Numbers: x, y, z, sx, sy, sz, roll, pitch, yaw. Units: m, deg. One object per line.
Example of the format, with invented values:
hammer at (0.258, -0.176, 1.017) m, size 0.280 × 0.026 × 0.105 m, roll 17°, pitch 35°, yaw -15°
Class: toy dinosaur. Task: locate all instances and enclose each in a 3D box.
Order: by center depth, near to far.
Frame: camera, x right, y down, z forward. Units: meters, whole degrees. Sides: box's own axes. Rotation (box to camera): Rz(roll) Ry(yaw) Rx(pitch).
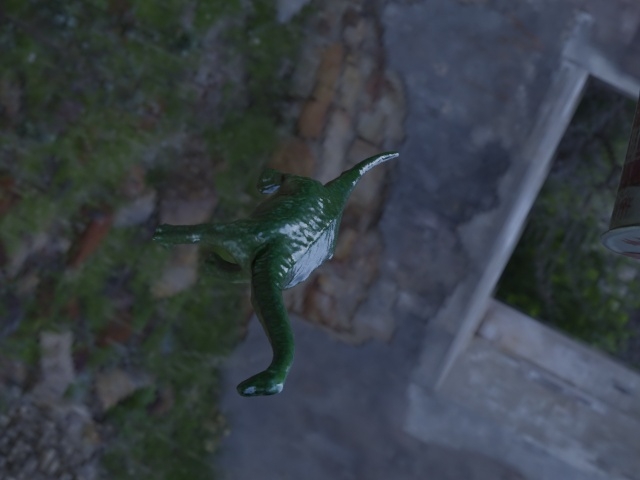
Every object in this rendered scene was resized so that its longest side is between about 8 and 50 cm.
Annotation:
toy dinosaur at (0.000, 0.000, 1.322) m, size 0.447 × 0.301 × 0.087 m, roll -35°, pitch 115°, yaw -35°

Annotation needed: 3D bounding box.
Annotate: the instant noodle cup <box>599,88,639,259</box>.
instant noodle cup at (0.420, -0.071, 1.542) m, size 0.235 × 0.235 × 0.178 m, roll 60°, pitch 36°, yaw -77°
